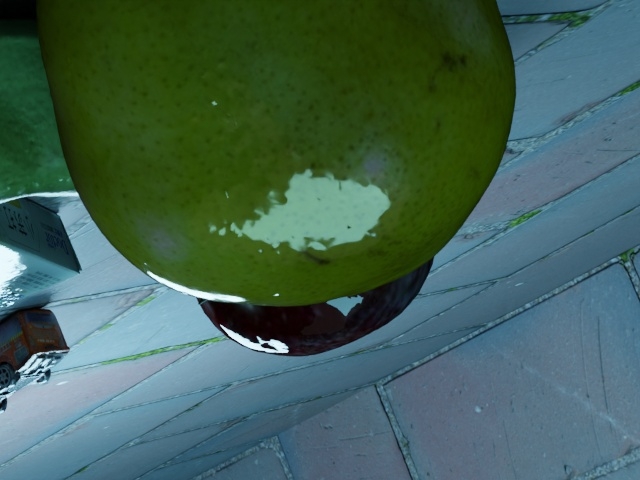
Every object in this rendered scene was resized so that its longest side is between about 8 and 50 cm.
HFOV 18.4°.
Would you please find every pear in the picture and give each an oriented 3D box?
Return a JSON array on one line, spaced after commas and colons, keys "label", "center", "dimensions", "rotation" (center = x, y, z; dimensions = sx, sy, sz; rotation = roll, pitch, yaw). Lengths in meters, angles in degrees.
[{"label": "pear", "center": [-0.032, -0.100, 1.171], "dimensions": [0.285, 0.285, 0.336], "rotation": [-25, 165, 17]}]

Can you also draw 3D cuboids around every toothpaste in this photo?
[{"label": "toothpaste", "center": [-0.292, 0.000, 1.673], "dimensions": [0.089, 0.071, 0.313], "rotation": [-25, 168, 6]}]

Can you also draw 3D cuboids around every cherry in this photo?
[{"label": "cherry", "center": [0.000, 0.000, 1.889], "dimensions": [0.230, 0.203, 0.300], "rotation": [-34, 177, 42]}]

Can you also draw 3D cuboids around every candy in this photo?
[{"label": "candy", "center": [-0.208, -0.087, 1.305], "dimensions": [0.343, 0.132, 0.142], "rotation": [-8, -155, -44]}]

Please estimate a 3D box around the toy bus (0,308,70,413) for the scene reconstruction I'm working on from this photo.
[{"label": "toy bus", "center": [-0.360, 0.143, 2.195], "dimensions": [0.192, 0.077, 0.065], "rotation": [-32, 160, 36]}]
